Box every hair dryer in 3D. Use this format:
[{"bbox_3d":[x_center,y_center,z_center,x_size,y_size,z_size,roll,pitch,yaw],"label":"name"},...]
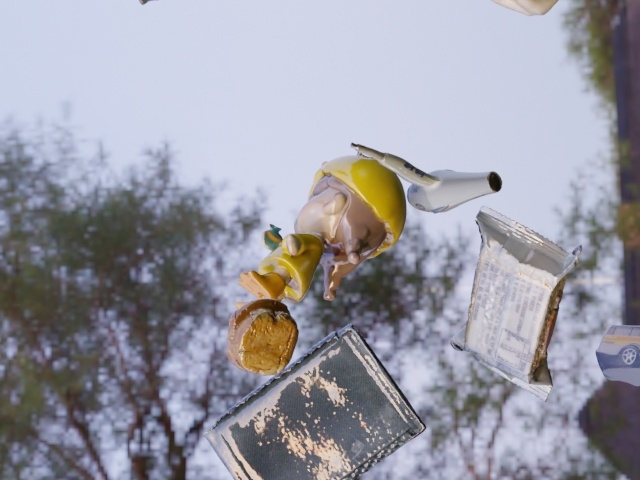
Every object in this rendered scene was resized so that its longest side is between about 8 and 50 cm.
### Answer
[{"bbox_3d":[0.159,-0.099,1.834,0.199,0.167,0.068,36,-119,-46],"label":"hair dryer"}]

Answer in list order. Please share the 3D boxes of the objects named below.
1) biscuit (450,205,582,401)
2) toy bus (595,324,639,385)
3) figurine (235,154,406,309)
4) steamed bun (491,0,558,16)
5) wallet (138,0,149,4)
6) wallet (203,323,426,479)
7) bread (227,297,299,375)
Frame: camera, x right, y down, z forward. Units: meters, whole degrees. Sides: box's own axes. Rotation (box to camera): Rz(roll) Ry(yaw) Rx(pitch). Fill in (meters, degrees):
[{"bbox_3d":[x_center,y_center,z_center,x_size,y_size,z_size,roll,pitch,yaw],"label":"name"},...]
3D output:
[{"bbox_3d":[0.298,0.101,2.028,0.079,0.186,0.309,-44,-31,-38],"label":"biscuit"},{"bbox_3d":[0.441,0.146,1.655,0.057,0.172,0.072,55,-132,-36],"label":"toy bus"},{"bbox_3d":[0.000,0.000,2.168,0.343,0.187,0.215,-44,0,-26],"label":"figurine"},{"bbox_3d":[0.304,-0.531,1.918,0.352,0.247,0.339,-80,16,-57],"label":"steamed bun"},{"bbox_3d":[-0.310,-0.563,2.036,0.252,0.083,0.360,-107,8,-49],"label":"wallet"},{"bbox_3d":[-0.011,0.335,2.320,0.237,0.342,0.075,53,-172,4],"label":"wallet"},{"bbox_3d":[-0.061,0.105,1.369,0.046,0.081,0.083,25,139,66],"label":"bread"}]
